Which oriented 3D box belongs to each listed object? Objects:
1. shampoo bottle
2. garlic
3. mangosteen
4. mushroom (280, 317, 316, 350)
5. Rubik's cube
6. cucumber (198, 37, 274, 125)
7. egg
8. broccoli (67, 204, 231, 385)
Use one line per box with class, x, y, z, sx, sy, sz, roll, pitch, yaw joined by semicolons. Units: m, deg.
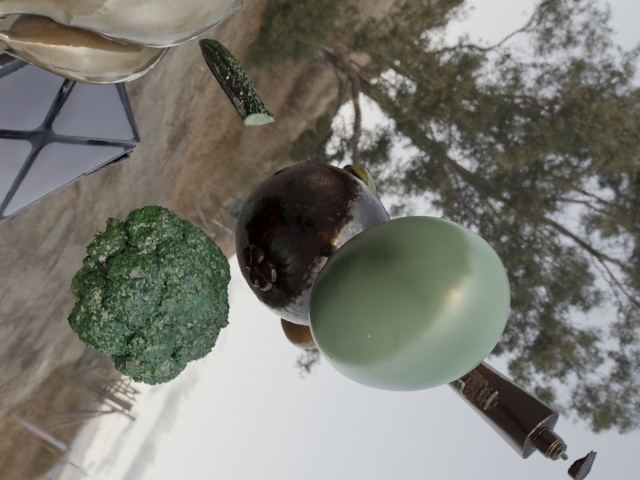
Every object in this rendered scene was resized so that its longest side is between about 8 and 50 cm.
shampoo bottle;0.266;0.236;0.906;0.067;0.236;0.068;-24;131;-25
garlic;-0.177;-0.258;0.574;0.237;0.210;0.292;-14;-154;26
mangosteen;0.000;0.000;1.097;0.288;0.288;0.288;-55;-170;14
mushroom;0.024;0.154;1.594;0.278;0.163;0.297;-39;-178;27
Rubik's cube;-0.488;-0.255;0.998;0.307;0.305;0.310;-33;160;-19
cucumber;-0.207;-0.385;1.602;0.077;0.265;0.077;-30;171;-5
egg;0.081;0.064;0.655;0.231;0.168;0.168;-25;-149;51
broccoli;-0.265;0.081;0.981;0.270;0.270;0.270;2;-130;36
